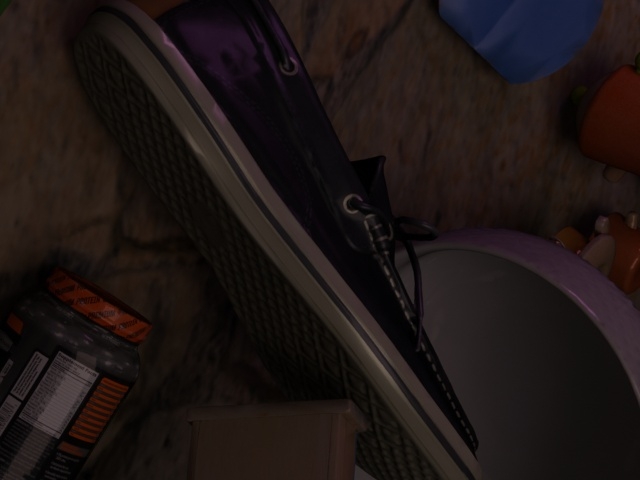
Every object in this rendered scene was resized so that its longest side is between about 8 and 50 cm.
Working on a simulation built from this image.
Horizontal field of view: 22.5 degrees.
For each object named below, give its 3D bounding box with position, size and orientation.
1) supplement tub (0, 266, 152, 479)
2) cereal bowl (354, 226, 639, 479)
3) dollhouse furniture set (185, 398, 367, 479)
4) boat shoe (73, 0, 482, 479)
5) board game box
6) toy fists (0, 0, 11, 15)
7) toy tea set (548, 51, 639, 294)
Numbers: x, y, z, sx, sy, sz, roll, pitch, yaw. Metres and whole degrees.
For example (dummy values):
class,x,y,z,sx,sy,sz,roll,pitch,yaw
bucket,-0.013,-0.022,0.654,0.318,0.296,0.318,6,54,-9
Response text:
class,x,y,z,sx,sy,sz,roll,pitch,yaw
supplement tub,-0.221,0.123,1.276,0.117,0.117,0.190,33,88,-33
cereal bowl,0.166,0.143,1.399,0.141,0.339,0.339,-24,120,-50
dollhouse furniture set,-0.045,0.285,1.322,0.303,0.286,0.198,56,34,-56
boat shoe,0.000,0.000,1.285,0.156,0.187,0.500,-39,102,-26
board game box,0.174,-0.224,1.438,0.168,0.033,0.133,39,91,-28
toy fists,-0.256,-0.267,1.143,0.279,0.096,0.142,-55,133,-5
toy tea set,0.247,-0.018,1.523,0.336,0.124,0.200,-54,153,-8
